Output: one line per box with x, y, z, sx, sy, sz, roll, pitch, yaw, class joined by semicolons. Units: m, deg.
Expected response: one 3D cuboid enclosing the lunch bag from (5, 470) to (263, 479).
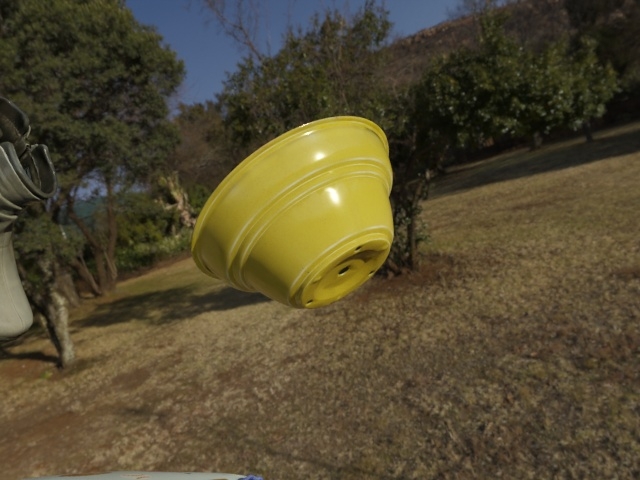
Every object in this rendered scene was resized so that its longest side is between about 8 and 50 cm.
-0.239;0.316;0.377;0.328;0.239;0.385;-6;-21;4;lunch bag

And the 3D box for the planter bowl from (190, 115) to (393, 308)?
0.000;0.000;0.458;0.217;0.090;0.217;-29;-25;-15;planter bowl

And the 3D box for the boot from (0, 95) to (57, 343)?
-0.481;-0.026;0.733;0.223;0.338;0.118;-24;7;15;boot
